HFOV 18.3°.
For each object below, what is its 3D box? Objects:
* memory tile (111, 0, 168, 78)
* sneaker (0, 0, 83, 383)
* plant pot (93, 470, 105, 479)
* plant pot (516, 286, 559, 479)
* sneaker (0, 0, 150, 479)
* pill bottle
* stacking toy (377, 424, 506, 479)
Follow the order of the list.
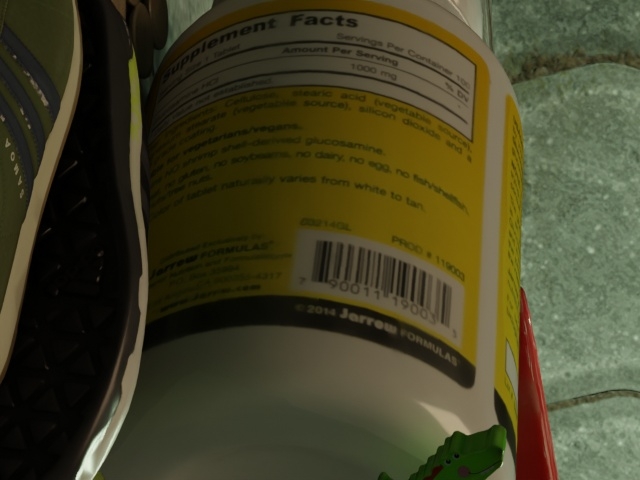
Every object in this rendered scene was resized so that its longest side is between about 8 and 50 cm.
[{"bbox_3d":[-0.096,-0.119,0.919,0.148,0.012,0.113,-75,159,-62],"label":"memory tile"},{"bbox_3d":[-0.118,-0.045,0.622,0.086,0.064,0.192,75,18,-67],"label":"sneaker"},{"bbox_3d":[-0.095,0.112,0.701,0.083,0.083,0.079,-68,141,-67],"label":"plant pot"},{"bbox_3d":[0.055,0.132,1.188,0.191,0.174,0.191,-9,90,-86],"label":"plant pot"},{"bbox_3d":[-0.091,0.012,0.709,0.097,0.084,0.235,75,16,-53],"label":"sneaker"},{"bbox_3d":[0.000,0.000,0.923,0.334,0.188,0.188,-83,165,-44],"label":"pill bottle"},{"bbox_3d":[-0.032,0.157,0.700,0.052,0.221,0.167,47,22,-10],"label":"stacking toy"}]
